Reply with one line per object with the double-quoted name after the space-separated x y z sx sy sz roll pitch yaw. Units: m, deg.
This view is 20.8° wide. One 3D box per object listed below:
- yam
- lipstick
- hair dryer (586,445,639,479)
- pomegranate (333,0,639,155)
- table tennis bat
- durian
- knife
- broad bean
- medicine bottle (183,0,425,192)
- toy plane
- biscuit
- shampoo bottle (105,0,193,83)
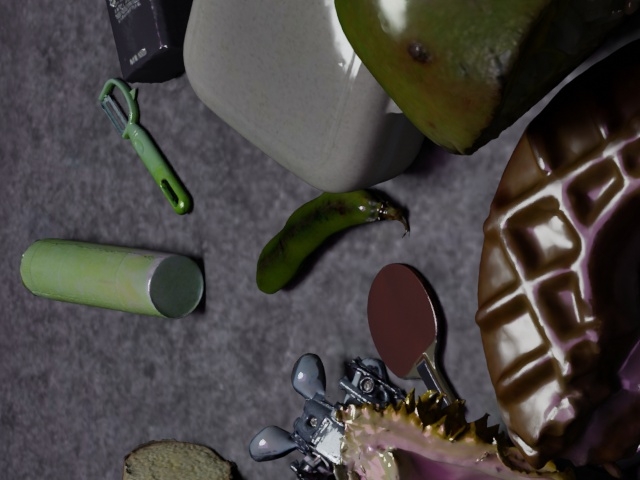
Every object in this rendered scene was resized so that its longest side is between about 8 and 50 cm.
-0.163 0.341 1.836 0.128 0.129 0.238 14 110 16 "yam"
-0.238 0.040 1.938 0.304 0.076 0.076 6 100 53 "lipstick"
0.245 0.187 1.334 0.079 0.031 0.083 -16 95 45 "hair dryer"
0.133 -0.219 1.197 0.216 0.310 0.358 46 174 0 "pomegranate"
0.085 0.091 1.547 0.095 0.014 0.158 -56 49 40 "table tennis bat"
0.152 0.258 1.371 0.195 0.185 0.305 -9 91 35 "durian"
-0.187 -0.108 1.897 0.212 0.015 0.054 56 128 35 "knife"
-0.001 -0.005 1.631 0.227 0.039 0.069 -26 79 52 "broad bean"
0.016 -0.241 1.480 0.282 0.123 0.375 39 126 33 "medicine bottle"
0.044 0.204 1.562 0.246 0.078 0.169 33 93 44 "toy plane"
0.252 -0.011 1.172 0.366 0.115 0.268 -31 67 37 "biscuit"
-0.194 -0.325 1.830 0.098 0.071 0.309 -33 66 54 "shampoo bottle"
